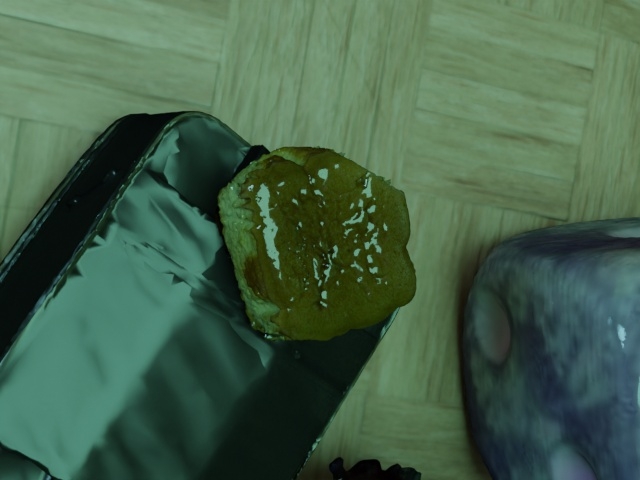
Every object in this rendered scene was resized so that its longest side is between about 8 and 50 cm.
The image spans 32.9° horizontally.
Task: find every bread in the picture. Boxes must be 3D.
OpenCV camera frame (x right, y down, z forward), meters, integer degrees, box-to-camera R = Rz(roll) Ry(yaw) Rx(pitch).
[{"bbox_3d":[0.000,0.000,0.767,0.128,0.069,0.140,-22,105,-25],"label":"bread"}]

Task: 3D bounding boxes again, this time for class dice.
[{"bbox_3d":[0.307,0.124,1.012,0.270,0.270,0.271,-8,98,-23],"label":"dice"}]

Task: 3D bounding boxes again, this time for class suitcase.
[{"bbox_3d":[-0.138,0.119,0.851,0.283,0.194,0.433,38,79,-25],"label":"suitcase"}]

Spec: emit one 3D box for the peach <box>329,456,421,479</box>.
[{"bbox_3d":[0.069,0.377,0.875,0.353,0.416,0.339,34,86,0],"label":"peach"}]
